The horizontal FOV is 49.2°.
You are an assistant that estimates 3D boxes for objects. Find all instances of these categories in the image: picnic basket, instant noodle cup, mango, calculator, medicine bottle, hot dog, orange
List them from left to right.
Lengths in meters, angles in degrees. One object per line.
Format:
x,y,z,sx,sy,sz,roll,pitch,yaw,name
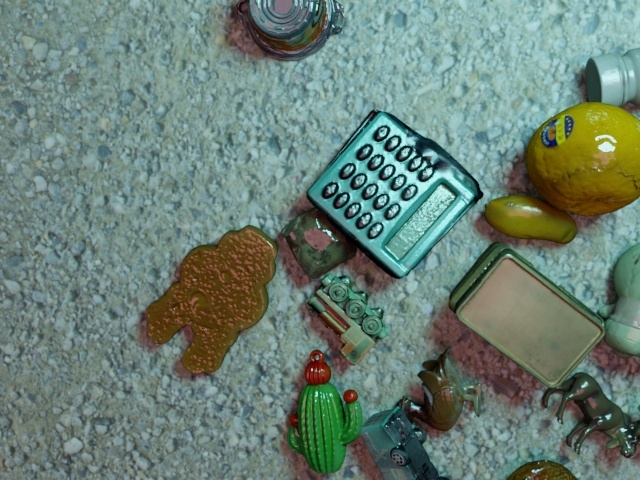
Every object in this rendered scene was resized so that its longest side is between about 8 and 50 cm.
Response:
-0.064,-0.433,1.301,0.208,0.125,0.177,-9,97,6,instant noodle cup
0.139,-0.094,1.341,0.274,0.058,0.248,42,85,0,calculator
0.390,0.138,1.335,0.267,0.139,0.165,37,100,-1,picnic basket
0.403,-0.040,1.336,0.190,0.098,0.075,17,59,-2,mango
0.466,0.542,1.409,0.160,0.099,0.227,-33,93,9,hot dog
0.479,-0.145,1.247,0.219,0.193,0.219,12,144,9,orange
0.580,-0.299,1.271,0.168,0.105,0.105,-10,97,6,medicine bottle

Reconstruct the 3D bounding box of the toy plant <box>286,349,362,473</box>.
0.014,0.357,1.426,0.155,0.088,0.240,24,105,24,toy plant

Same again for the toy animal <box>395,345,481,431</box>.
0.232,0.298,1.409,0.179,0.089,0.188,-4,104,21,toy animal

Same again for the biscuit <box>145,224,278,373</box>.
-0.212,0.114,1.438,0.202,0.047,0.334,38,102,-1,biscuit

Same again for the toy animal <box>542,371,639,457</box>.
0.567,0.350,1.376,0.186,0.094,0.214,-32,86,1,toy animal

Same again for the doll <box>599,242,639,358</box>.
0.606,0.105,1.309,0.113,0.155,0.275,4,103,-25,doll

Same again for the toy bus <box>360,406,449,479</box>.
0.182,0.470,1.426,0.109,0.091,0.261,-23,95,41,toy bus

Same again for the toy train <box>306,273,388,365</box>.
0.050,0.153,1.407,0.176,0.074,0.118,43,103,-4,toy train

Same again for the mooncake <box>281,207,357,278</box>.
0.000,0.000,1.388,0.125,0.073,0.130,-31,96,7,mooncake
